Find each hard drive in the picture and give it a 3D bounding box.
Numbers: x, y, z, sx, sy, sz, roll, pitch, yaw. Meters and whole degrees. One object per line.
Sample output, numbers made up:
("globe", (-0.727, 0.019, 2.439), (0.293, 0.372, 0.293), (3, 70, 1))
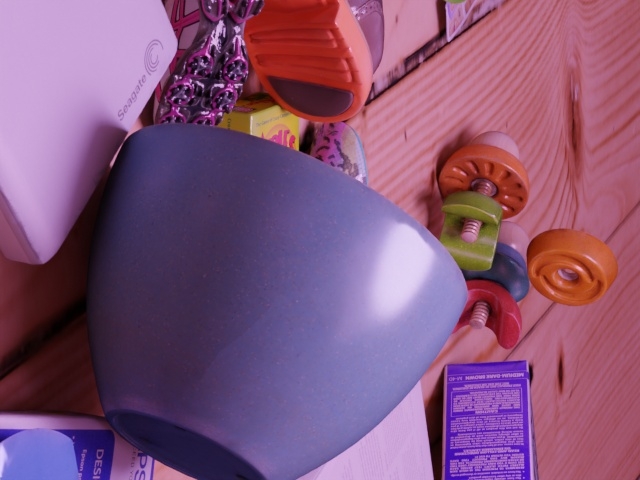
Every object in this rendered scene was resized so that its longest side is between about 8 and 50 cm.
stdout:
("hard drive", (-0.210, -0.184, 1.262), (0.233, 0.047, 0.353), (-63, 150, -33))

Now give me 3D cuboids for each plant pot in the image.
("plant pot", (-0.060, 0.074, 1.396), (0.195, 0.290, 0.290), (-65, 151, -21))

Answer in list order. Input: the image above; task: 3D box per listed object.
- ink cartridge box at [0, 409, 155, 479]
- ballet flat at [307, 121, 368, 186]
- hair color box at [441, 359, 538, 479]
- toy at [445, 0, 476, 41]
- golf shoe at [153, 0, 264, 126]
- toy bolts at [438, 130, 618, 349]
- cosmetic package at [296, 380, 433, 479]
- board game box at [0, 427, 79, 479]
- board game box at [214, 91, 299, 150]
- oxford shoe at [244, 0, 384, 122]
("ink cartridge box", (-0.237, 0.273, 1.343), (0.307, 0.072, 0.304), (15, 83, -66))
("ballet flat", (0.000, 0.000, 1.753), (0.079, 0.077, 0.221), (-14, 112, -42))
("hair color box", (0.194, 0.307, 2.083), (0.339, 0.110, 0.185), (-81, 165, -56))
("toy", (0.192, -0.334, 2.049), (0.237, 0.056, 0.137), (-54, 146, -44))
("golf shoe", (-0.094, -0.167, 1.484), (0.067, 0.086, 0.186), (5, 118, -33))
("toy bolts", (0.230, 0.000, 2.104), (0.228, 0.218, 0.158), (98, 11, -49))
("cosmetic package", (0.018, 0.310, 1.855), (0.284, 0.097, 0.377), (-55, 145, -47))
("board game box", (-0.213, 0.211, 1.266), (0.133, 0.033, 0.169), (-32, 120, -53))
("board game box", (-0.059, -0.032, 1.637), (0.092, 0.043, 0.181), (-27, 123, -59))
("oxford shoe", (-0.026, -0.274, 1.529), (0.364, 0.130, 0.133), (75, 31, -42))
